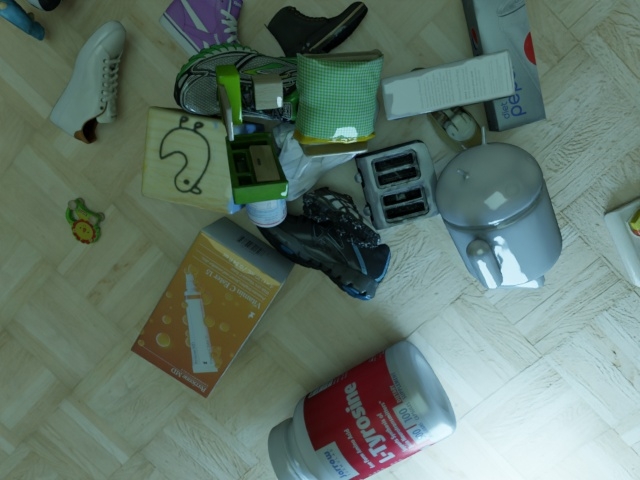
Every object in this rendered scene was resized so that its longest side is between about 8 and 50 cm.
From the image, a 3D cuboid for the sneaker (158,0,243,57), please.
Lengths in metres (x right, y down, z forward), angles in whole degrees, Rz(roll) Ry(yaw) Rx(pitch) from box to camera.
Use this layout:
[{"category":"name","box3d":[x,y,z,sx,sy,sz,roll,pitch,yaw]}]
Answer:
[{"category":"sneaker","box3d":[-0.198,-0.428,1.023,0.161,0.102,0.282,-42,96,10]}]

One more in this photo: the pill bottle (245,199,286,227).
[{"category":"pill bottle","box3d":[-0.117,-0.109,0.993,0.087,0.087,0.160,6,139,6]}]

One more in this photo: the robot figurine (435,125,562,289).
[{"category":"robot figurine","box3d":[0.354,-0.047,0.955,0.200,0.300,0.353,-7,132,36]}]

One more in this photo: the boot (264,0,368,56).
[{"category":"boot","box3d":[-0.013,-0.465,1.007,0.198,0.077,0.137,-37,91,12]}]

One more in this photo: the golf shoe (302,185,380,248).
[{"category":"golf shoe","box3d":[0.058,-0.061,1.038,0.198,0.094,0.077,34,141,17]}]

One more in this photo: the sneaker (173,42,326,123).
[{"category":"sneaker","box3d":[-0.109,-0.297,0.929,0.343,0.146,0.134,-10,137,-14]}]

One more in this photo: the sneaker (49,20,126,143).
[{"category":"sneaker","box3d":[-0.490,-0.346,1.082,0.123,0.106,0.290,38,115,-7]}]

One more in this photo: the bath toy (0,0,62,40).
[{"category":"bath toy","box3d":[-0.535,-0.586,1.015,0.348,0.129,0.151,-41,59,9]}]

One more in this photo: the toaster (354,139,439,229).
[{"category":"toaster","box3d":[0.175,-0.122,1.042,0.186,0.110,0.168,-13,102,10]}]

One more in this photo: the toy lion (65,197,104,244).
[{"category":"toy lion","box3d":[-0.596,-0.042,1.198,0.100,0.034,0.096,37,112,-2]}]

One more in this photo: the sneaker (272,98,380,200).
[{"category":"sneaker","box3d":[-0.010,-0.215,1.021,0.305,0.114,0.152,-39,121,13]}]

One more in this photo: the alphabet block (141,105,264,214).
[{"category":"alphabet block","box3d":[-0.248,-0.178,1.039,0.197,0.193,0.192,11,103,4]}]

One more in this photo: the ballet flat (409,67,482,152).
[{"category":"ballet flat","box3d":[0.266,-0.269,1.015,0.232,0.073,0.080,45,102,-5]}]

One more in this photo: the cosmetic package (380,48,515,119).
[{"category":"cosmetic package","box3d":[0.241,-0.291,0.912,0.231,0.117,0.085,-9,102,20]}]

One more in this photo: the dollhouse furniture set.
[{"category":"dollhouse furniture set","box3d":[-0.018,-0.202,0.840,0.301,0.151,0.197,-9,138,-12]}]

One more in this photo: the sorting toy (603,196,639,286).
[{"category":"sorting toy","box3d":[0.753,-0.019,1.032,0.208,0.038,0.193,-27,99,12]}]

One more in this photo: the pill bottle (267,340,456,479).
[{"category":"pill bottle","box3d":[0.087,0.428,1.121,0.408,0.229,0.229,-34,97,13]}]

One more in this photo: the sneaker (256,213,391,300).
[{"category":"sneaker","box3d":[0.000,0.000,1.107,0.341,0.125,0.139,32,76,3]}]

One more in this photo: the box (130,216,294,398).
[{"category":"box","box3d":[-0.248,0.152,1.128,0.215,0.168,0.345,33,105,-2]}]

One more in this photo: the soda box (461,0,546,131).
[{"category":"soda box","box3d":[0.371,-0.372,0.968,0.098,0.091,0.286,-14,101,10]}]
